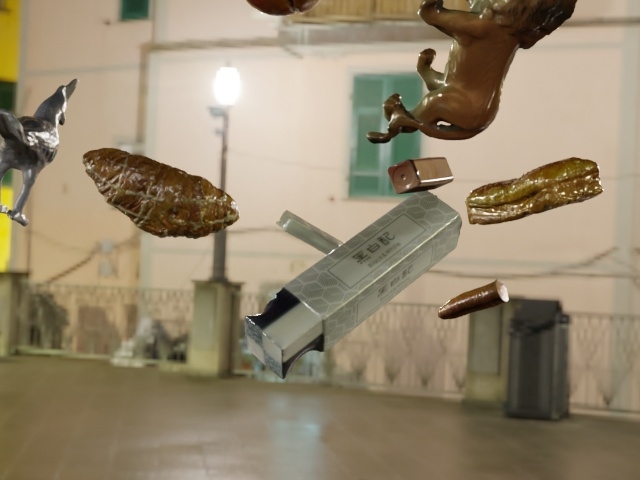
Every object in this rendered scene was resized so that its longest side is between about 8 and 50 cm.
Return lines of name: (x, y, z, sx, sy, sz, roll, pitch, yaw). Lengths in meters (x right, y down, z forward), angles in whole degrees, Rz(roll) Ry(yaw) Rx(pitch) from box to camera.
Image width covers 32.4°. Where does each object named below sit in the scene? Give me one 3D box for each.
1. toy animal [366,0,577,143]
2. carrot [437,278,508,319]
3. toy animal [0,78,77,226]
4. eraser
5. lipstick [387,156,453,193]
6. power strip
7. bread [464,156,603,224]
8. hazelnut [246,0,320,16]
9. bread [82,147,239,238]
toy animal: (0.182, -0.216, 1.259, 0.158, 0.312, 0.097, 34, 36, 19)
carrot: (0.278, 0.114, 2.055, 0.139, 0.048, 0.048, -22, -12, 26)
toy animal: (-0.430, -0.120, 1.581, 0.081, 0.205, 0.367, 20, 14, -4)
eraser: (0.057, 0.062, 1.780, 0.404, 0.096, 0.098, -35, 58, -28)
lipstick: (0.152, -0.098, 1.650, 0.045, 0.045, 0.145, -24, -6, 27)
power strip: (0.000, 0.000, 2.208, 0.192, 0.035, 0.081, 29, 7, -14)
bread: (0.366, -0.083, 1.894, 0.139, 0.077, 0.271, -14, -2, -23)
hazelnut: (-0.054, -0.445, 1.784, 0.182, 0.182, 0.182, 3, -1, 0)
bread: (-0.221, -0.054, 1.507, 0.233, 0.076, 0.105, 23, -50, -17)
